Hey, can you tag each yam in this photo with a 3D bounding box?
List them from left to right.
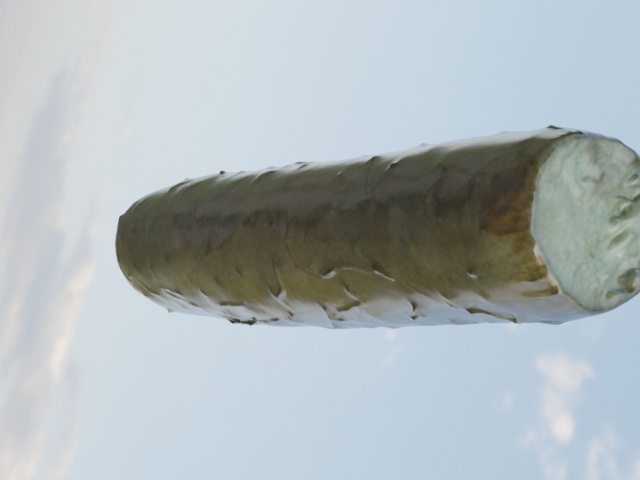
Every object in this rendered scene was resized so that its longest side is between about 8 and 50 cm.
[{"bbox_3d":[0.000,0.000,0.626,0.371,0.083,0.083,-5,-112,64],"label":"yam"}]
